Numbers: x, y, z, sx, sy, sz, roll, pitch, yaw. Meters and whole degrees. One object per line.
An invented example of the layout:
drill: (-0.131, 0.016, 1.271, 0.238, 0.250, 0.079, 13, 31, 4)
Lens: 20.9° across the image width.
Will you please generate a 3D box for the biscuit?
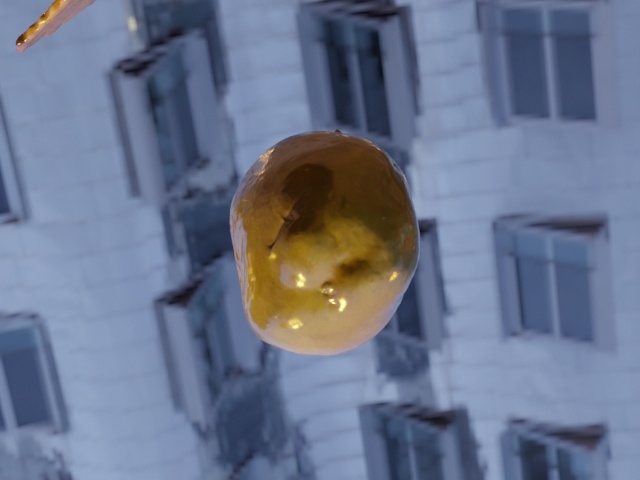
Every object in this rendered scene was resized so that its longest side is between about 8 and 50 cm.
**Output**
biscuit: (-0.090, -0.228, 1.165, 0.237, 0.013, 0.232, -37, -172, 35)

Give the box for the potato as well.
potato: (0.005, 0.000, 1.272, 0.137, 0.154, 0.200, -13, -166, 4)
